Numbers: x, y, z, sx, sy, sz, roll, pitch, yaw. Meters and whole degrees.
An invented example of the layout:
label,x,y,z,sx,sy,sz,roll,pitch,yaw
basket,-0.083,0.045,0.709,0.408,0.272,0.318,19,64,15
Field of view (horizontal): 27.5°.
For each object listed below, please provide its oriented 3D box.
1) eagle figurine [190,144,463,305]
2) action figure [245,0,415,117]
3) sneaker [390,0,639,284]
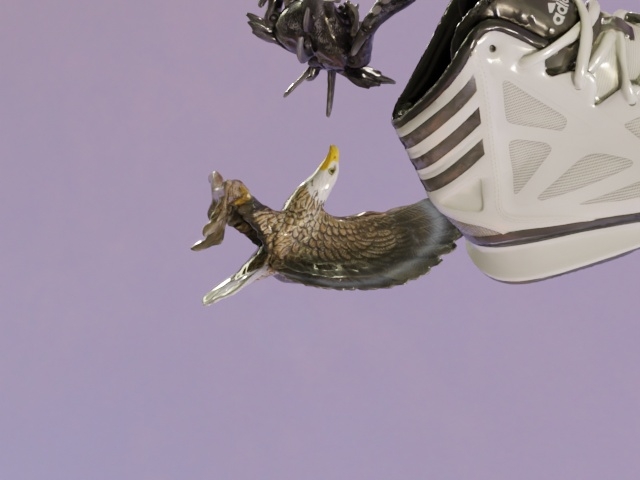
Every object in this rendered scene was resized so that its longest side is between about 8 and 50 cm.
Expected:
label,x,y,z,sx,sy,sz,roll,pitch,yaw
eagle figurine,0.005,-0.009,1.641,0.226,0.298,0.225,-82,-161,-46
action figure,0.023,-0.242,1.156,0.164,0.141,0.275,33,-35,20
sneaker,0.251,-0.121,0.999,0.447,0.257,0.169,-20,-139,30
